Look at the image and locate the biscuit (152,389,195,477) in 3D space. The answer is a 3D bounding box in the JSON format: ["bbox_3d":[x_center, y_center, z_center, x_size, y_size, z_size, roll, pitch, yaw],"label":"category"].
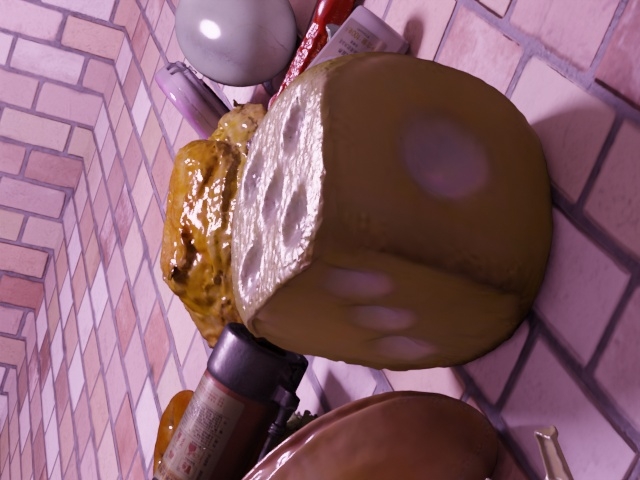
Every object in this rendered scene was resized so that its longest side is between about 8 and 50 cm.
[{"bbox_3d":[-0.194,0.328,1.790,0.220,0.066,0.220,-169,90,-68],"label":"biscuit"}]

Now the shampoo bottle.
[{"bbox_3d":[0.008,-0.179,1.492,0.227,0.056,0.086,-50,61,7],"label":"shampoo bottle"}]

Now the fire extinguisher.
[{"bbox_3d":[-0.134,0.296,1.432,0.376,0.113,0.200,-64,22,9],"label":"fire extinguisher"}]

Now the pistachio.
[{"bbox_3d":[0.031,0.243,1.084,0.293,0.181,0.162,-31,20,13],"label":"pistachio"}]

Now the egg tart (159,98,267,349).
[{"bbox_3d":[-0.138,-0.021,1.718,0.339,0.153,0.352,-127,49,-67],"label":"egg tart"}]

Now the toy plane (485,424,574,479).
[{"bbox_3d":[0.179,0.264,0.861,0.256,0.104,0.242,-150,61,-75],"label":"toy plane"}]

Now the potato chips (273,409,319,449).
[{"bbox_3d":[-0.083,0.376,1.484,0.429,0.070,0.358,0,72,65],"label":"potato chips"}]

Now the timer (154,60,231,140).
[{"bbox_3d":[-0.182,-0.201,1.943,0.069,0.191,0.208,-41,25,1],"label":"timer"}]

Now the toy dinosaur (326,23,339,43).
[{"bbox_3d":[0.031,-0.221,1.617,0.106,0.044,0.187,105,150,-42],"label":"toy dinosaur"}]

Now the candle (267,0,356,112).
[{"bbox_3d":[-0.005,-0.280,1.717,0.048,0.051,0.329,-97,29,-49],"label":"candle"}]

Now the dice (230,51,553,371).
[{"bbox_3d":[0.061,-0.020,1.129,0.233,0.238,0.227,-45,37,52],"label":"dice"}]

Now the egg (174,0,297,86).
[{"bbox_3d":[-0.129,-0.330,1.879,0.264,0.183,0.183,46,119,58],"label":"egg"}]
